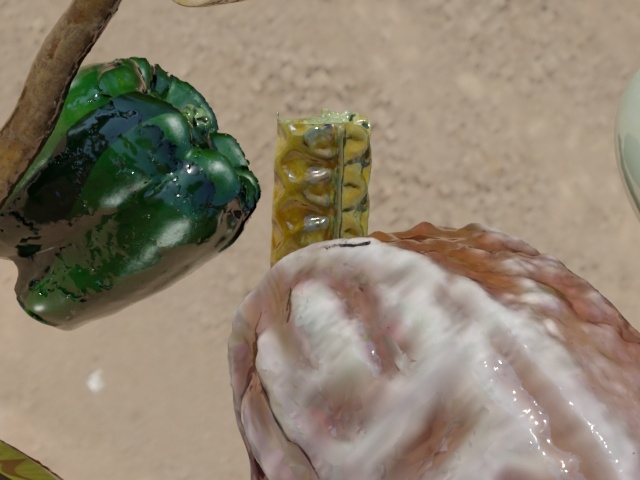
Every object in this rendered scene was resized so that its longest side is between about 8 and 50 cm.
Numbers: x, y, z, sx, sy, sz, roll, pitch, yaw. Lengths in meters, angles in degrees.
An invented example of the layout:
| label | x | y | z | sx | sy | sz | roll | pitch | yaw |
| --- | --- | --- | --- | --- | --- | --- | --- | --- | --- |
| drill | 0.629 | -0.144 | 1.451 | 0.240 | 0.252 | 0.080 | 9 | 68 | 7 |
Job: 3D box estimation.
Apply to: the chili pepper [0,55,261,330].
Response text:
| label | x | y | z | sx | sy | sz | roll | pitch | yaw |
| --- | --- | --- | --- | --- | --- | --- | --- | --- | --- |
| chili pepper | -0.204 | -0.045 | 1.841 | 0.233 | 0.256 | 0.248 | 54 | 14 | 10 |

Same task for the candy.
| label | x | y | z | sx | sy | sz | roll | pitch | yaw |
| --- | --- | --- | --- | --- | --- | --- | --- | --- | --- |
| candy | 0.081 | 0.118 | 0.926 | 0.157 | 0.214 | 0.289 | -9 | 48 | -45 |

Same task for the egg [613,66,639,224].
| label | x | y | z | sx | sy | sz | roll | pitch | yaw |
| --- | --- | --- | --- | --- | --- | --- | --- | --- | --- |
| egg | 0.354 | -0.026 | 1.304 | 0.230 | 0.230 | 0.371 | 5 | 22 | -43 |

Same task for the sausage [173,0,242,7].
| label | x | y | z | sx | sy | sz | roll | pitch | yaw |
| --- | --- | --- | --- | --- | --- | --- | --- | --- | --- |
| sausage | -0.030 | -0.195 | 1.244 | 0.066 | 0.066 | 0.301 | 56 | 23 | 3 |

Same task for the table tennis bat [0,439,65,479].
| label | x | y | z | sx | sy | sz | roll | pitch | yaw |
| --- | --- | --- | --- | --- | --- | --- | --- | --- | --- |
| table tennis bat | -0.308 | 0.137 | 1.298 | 0.414 | 0.051 | 0.268 | 28 | 5 | 37 |

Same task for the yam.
| label | x | y | z | sx | sy | sz | roll | pitch | yaw |
| --- | --- | --- | --- | --- | --- | --- | --- | --- | --- |
| yam | -0.224 | -0.150 | 1.626 | 0.045 | 0.327 | 0.045 | 45 | 25 | 19 |

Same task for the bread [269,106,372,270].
| label | x | y | z | sx | sy | sz | roll | pitch | yaw |
| --- | --- | --- | --- | --- | --- | --- | --- | --- | --- |
| bread | 0.001 | 0.000 | 1.921 | 0.098 | 0.087 | 0.269 | -9 | 105 | -43 |
